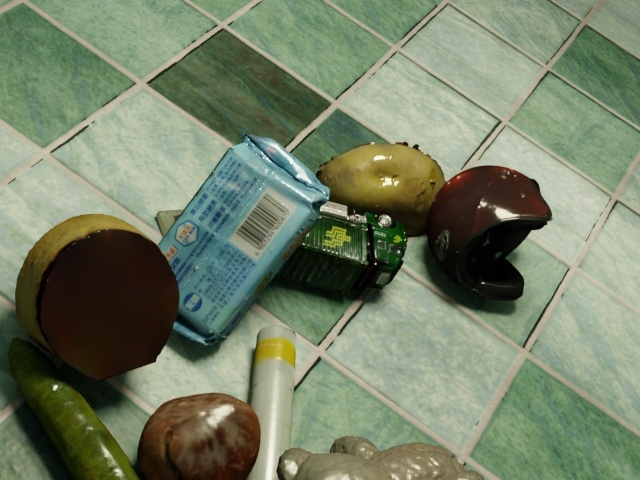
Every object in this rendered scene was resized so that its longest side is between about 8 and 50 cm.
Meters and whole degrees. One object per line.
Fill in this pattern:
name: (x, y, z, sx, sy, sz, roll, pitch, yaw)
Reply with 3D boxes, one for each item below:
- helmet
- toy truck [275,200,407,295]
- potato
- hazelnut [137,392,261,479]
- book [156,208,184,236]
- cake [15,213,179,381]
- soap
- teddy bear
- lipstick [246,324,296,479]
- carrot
helmet: (0.264, -0.020, 1.828, 0.193, 0.189, 0.216, 32, 43, 25)
toy truck: (0.000, 0.000, 1.726, 0.259, 0.088, 0.121, 14, 45, -15)
potato: (0.120, -0.081, 1.852, 0.243, 0.138, 0.098, 2, 54, -22)
hazelnut: (-0.146, 0.243, 1.400, 0.154, 0.143, 0.143, -17, 58, -17)
book: (-0.131, 0.003, 1.727, 0.199, 0.016, 0.138, -6, 53, -32)
cake: (-0.298, 0.068, 1.488, 0.185, 0.178, 0.207, 18, 81, -31)
soap: (-0.123, 0.002, 1.588, 0.156, 0.293, 0.077, 38, -1, 8)
teddy bear: (0.071, 0.335, 1.422, 0.267, 0.151, 0.236, -7, 52, -33)
lipstick: (-0.065, 0.229, 1.519, 0.059, 0.059, 0.264, 16, 44, -13)
carrot: (-0.278, 0.250, 1.385, 0.074, 0.074, 0.358, -18, 57, -38)
